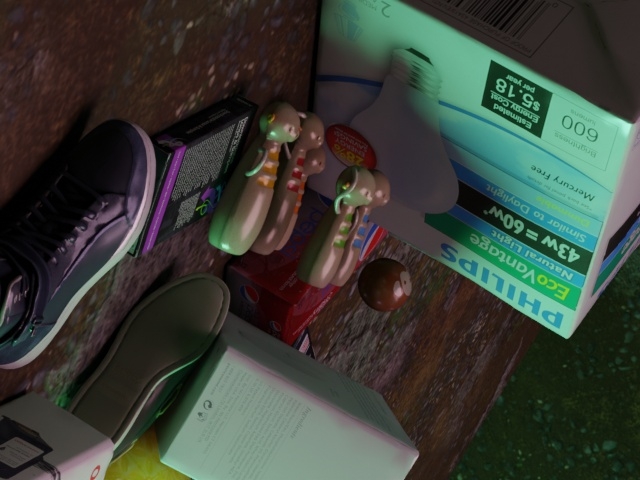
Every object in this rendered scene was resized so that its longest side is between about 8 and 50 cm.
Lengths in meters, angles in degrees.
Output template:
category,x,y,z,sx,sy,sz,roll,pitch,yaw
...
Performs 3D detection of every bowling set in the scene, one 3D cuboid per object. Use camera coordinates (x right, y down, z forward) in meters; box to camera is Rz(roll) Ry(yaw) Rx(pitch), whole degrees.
category,x,y,z,sx,sy,sz,roll,pitch,yaw
bowling set,0.021,-0.033,1.777,0.287,0.200,0.154,-19,133,-83

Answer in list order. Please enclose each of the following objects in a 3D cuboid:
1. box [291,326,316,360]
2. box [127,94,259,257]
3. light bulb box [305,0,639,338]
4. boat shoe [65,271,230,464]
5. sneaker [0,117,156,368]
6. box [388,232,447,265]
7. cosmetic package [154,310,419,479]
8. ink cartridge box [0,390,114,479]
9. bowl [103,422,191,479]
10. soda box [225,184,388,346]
category,x,y,z,sx,sy,sz,roll,pitch,yaw
box,-0.048,0.224,2.075,0.220,0.051,0.175,-60,142,-59
box,-0.122,-0.062,1.635,0.162,0.029,0.116,-33,150,-55
light bulb box,0.193,-0.150,1.840,0.225,0.358,0.361,-48,158,-31
boat shoe,-0.172,0.126,1.724,0.227,0.081,0.068,-49,168,-23
sneaker,-0.215,-0.004,1.355,0.226,0.086,0.163,-59,166,-2
box,0.118,-0.052,2.083,0.038,0.186,0.145,-47,159,-38
cosmetic package,-0.043,0.192,1.811,0.138,0.225,0.224,-61,-169,5
ink cartridge box,-0.298,0.249,1.506,0.237,0.100,0.172,-23,139,-63
bowl,-0.209,0.329,1.810,0.289,0.156,0.289,-52,162,-25
soda box,0.000,0.000,1.986,0.263,0.092,0.083,-47,161,-38
